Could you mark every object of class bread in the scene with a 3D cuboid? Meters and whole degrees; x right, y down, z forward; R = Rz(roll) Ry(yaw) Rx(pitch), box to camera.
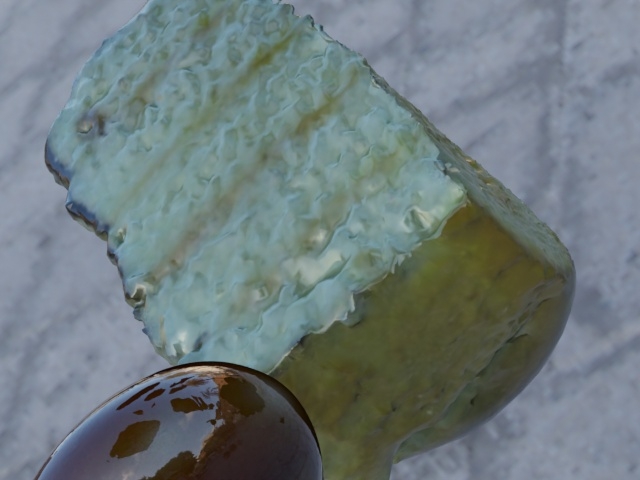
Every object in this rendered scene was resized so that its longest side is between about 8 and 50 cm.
[{"bbox_3d":[-0.001,-0.002,1.289,0.239,0.264,0.395,-47,44,6],"label":"bread"}]

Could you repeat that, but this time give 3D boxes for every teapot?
[{"bbox_3d":[-0.076,0.153,0.870,0.135,0.252,0.178,36,117,30],"label":"teapot"}]
